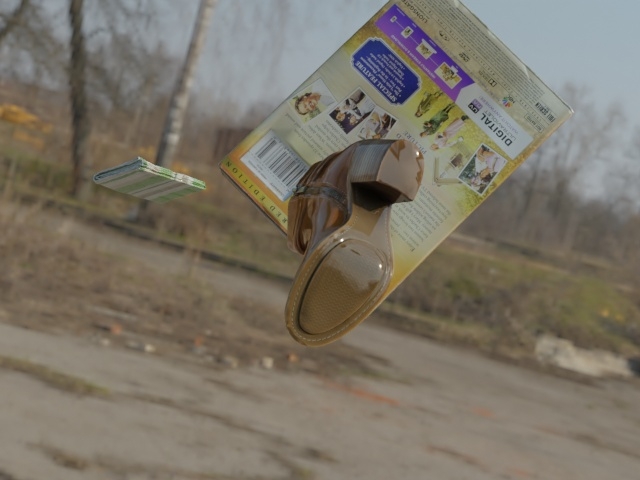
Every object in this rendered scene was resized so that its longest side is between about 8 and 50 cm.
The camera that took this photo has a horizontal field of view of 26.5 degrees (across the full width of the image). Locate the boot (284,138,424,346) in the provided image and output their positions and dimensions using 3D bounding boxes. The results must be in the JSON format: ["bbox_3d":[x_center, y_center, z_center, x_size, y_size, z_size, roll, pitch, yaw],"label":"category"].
[{"bbox_3d":[0.000,0.000,1.654,0.109,0.283,0.220,29,-16,-24],"label":"boot"}]

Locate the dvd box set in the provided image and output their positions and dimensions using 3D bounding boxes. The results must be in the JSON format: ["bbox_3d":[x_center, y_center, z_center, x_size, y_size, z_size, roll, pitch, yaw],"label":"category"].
[{"bbox_3d":[0.107,-0.141,1.946,0.307,0.420,0.062,44,-6,6],"label":"dvd box set"}]

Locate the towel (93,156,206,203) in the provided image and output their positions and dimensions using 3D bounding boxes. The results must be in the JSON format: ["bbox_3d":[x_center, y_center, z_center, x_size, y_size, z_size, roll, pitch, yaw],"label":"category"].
[{"bbox_3d":[-0.274,-0.096,2.188,0.113,0.023,0.152,-13,-20,37],"label":"towel"}]
